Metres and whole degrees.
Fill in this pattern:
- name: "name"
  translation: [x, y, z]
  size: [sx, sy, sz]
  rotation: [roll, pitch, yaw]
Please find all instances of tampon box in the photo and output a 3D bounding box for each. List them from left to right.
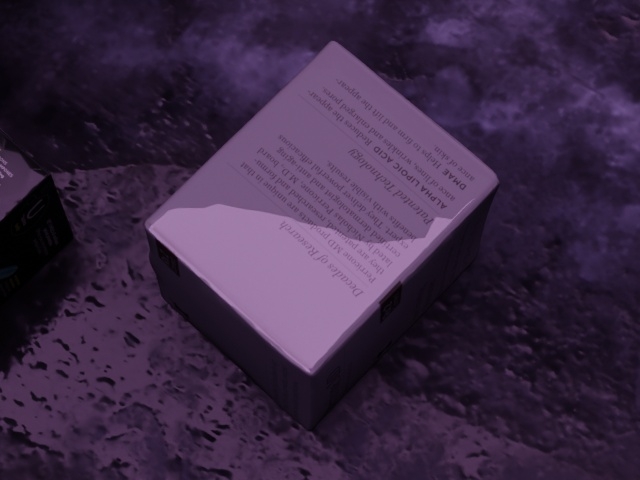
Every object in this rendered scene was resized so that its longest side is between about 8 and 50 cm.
- name: "tampon box"
  translation: [-0.266, -0.001, 1.128]
  size: [0.101, 0.120, 0.161]
  rotation: [41, 74, 13]

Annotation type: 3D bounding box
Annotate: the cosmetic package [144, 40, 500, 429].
- name: "cosmetic package"
  translation: [0.000, 0.000, 1.114]
  size: [0.151, 0.151, 0.183]
  rotation: [41, 75, 13]
